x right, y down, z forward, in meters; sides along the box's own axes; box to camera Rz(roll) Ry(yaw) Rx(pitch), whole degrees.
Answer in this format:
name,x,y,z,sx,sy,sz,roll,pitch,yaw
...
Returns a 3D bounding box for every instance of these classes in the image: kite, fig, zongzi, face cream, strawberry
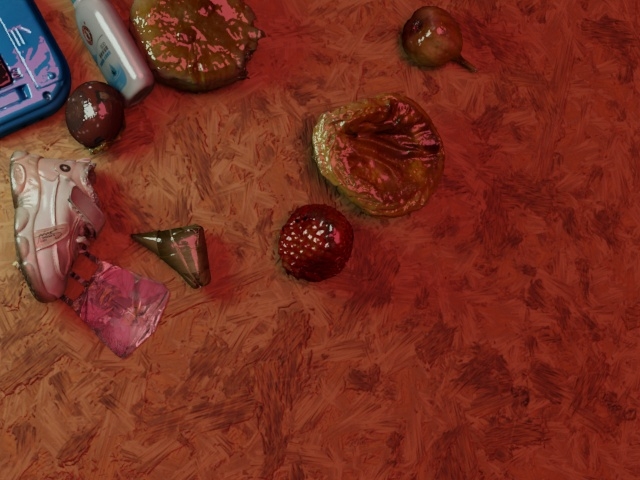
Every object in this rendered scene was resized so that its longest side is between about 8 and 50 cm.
name,x,y,z,sx,sy,sz,roll,pitch,yaw
kite,-0.543,0.116,1.704,0.360,0.022,0.204,35,76,-13
fig,0.350,-0.540,1.998,0.257,0.159,0.159,27,77,-31
zongzi,-0.360,0.048,1.743,0.176,0.078,0.160,-10,88,-8
face cream,-0.510,-0.488,1.693,0.080,0.163,0.337,-32,96,-32
strawberry,0.000,0.000,1.769,0.205,0.244,0.205,2,84,-15

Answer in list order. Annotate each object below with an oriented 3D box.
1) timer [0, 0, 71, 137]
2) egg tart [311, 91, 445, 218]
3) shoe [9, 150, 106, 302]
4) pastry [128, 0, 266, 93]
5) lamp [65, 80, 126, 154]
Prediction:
name,x,y,z,sx,sy,sz,roll,pitch,yaw
timer,-0.759,-0.414,1.634,0.309,0.115,0.340,-29,94,-15
egg tart,0.157,-0.214,1.886,0.351,0.153,0.339,-28,95,-18
shoe,-0.584,-0.041,1.611,0.198,0.172,0.351,-7,78,-20
pastry,-0.313,-0.519,1.771,0.329,0.136,0.330,2,84,-18
lamp,-0.522,-0.295,1.689,0.135,0.157,0.156,0,39,-50
